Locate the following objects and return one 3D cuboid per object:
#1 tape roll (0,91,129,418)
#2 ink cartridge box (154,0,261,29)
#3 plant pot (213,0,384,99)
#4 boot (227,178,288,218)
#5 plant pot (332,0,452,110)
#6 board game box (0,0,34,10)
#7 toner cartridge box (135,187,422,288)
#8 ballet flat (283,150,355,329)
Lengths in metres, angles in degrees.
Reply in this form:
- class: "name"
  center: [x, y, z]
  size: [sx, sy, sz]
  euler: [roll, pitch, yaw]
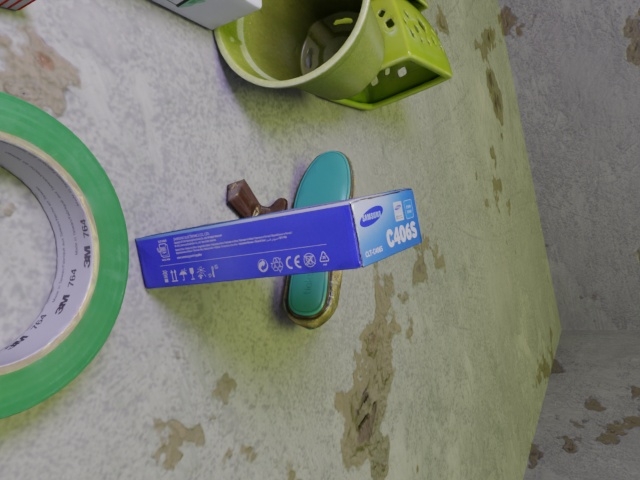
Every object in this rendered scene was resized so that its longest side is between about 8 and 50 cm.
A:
- class: "tape roll"
  center: [-0.345, 0.013, 0.553]
  size: [0.321, 0.077, 0.321]
  euler: [11, 76, -55]
- class: "ink cartridge box"
  center: [-0.213, -0.453, 0.787]
  size: [0.278, 0.117, 0.201]
  euler: [5, 81, -57]
- class: "plant pot"
  center: [-0.007, -0.370, 0.991]
  size: [0.254, 0.276, 0.276]
  euler: [7, 79, -68]
- class: "boot"
  center: [-0.109, -0.072, 0.962]
  size: [0.114, 0.037, 0.106]
  euler: [53, 42, -32]
- class: "plant pot"
  center: [0.123, -0.426, 1.205]
  size: [0.228, 0.227, 0.207]
  euler: [-6, 83, -56]
- class: "board game box"
  center: [-0.387, -0.354, 0.574]
  size: [0.147, 0.045, 0.193]
  euler: [-12, 95, -56]
- class: "toner cartridge box"
  center: [-0.062, 0.000, 0.734]
  size: [0.165, 0.348, 0.075]
  euler: [-19, 99, -56]
- class: "ballet flat"
  center: [0.000, 0.000, 1.058]
  size: [0.123, 0.123, 0.348]
  euler: [36, 56, -48]
